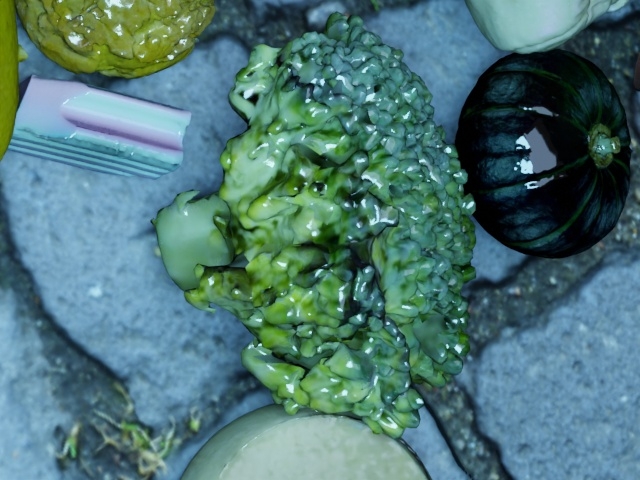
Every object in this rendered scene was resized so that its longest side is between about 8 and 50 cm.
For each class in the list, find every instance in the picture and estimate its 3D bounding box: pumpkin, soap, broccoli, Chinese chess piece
[{"bbox_3d":[0.210,-0.080,1.557,0.202,0.140,0.202,9,79,-48],"label":"pumpkin"},{"bbox_3d":[-0.196,-0.094,1.425,0.149,0.100,0.056,13,77,-20],"label":"soap"},{"bbox_3d":[0.022,-0.010,1.419,0.272,0.334,0.324,-45,78,12],"label":"broccoli"},{"bbox_3d":[-0.011,0.262,1.460,0.249,0.103,0.250,2,83,-22],"label":"Chinese chess piece"}]

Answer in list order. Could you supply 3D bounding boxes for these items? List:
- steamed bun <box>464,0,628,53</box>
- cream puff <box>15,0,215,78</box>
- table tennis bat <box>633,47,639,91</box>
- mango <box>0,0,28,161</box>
[{"bbox_3d":[0.215,-0.363,1.521,0.339,0.247,0.352,-36,144,-50],"label":"steamed bun"},{"bbox_3d":[-0.172,-0.229,1.437,0.189,0.129,0.189,4,80,-25],"label":"cream puff"},{"bbox_3d":[0.355,-0.262,1.613,0.021,0.274,0.154,28,39,19],"label":"table tennis bat"},{"bbox_3d":[-0.368,-0.238,1.316,0.301,0.220,0.445,-29,104,-29],"label":"mango"}]
